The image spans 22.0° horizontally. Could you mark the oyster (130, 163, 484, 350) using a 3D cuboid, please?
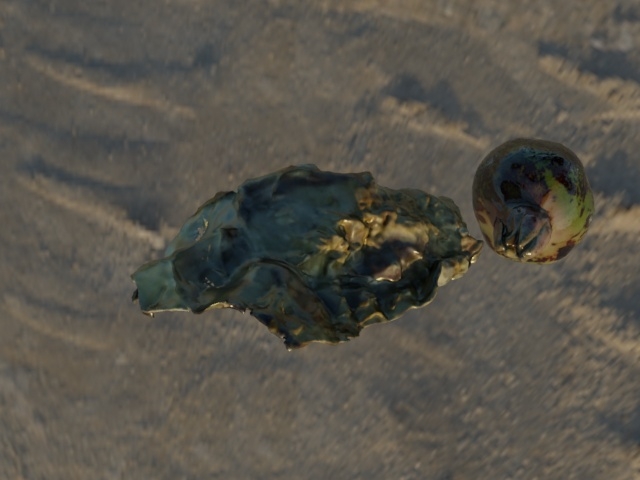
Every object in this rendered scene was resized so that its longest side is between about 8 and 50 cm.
[{"bbox_3d":[-0.001,-0.004,1.457,0.201,0.107,0.354,29,31,33],"label":"oyster"}]

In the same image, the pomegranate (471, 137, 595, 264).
[{"bbox_3d":[0.208,-0.033,1.702,0.125,0.138,0.163,19,39,36],"label":"pomegranate"}]
